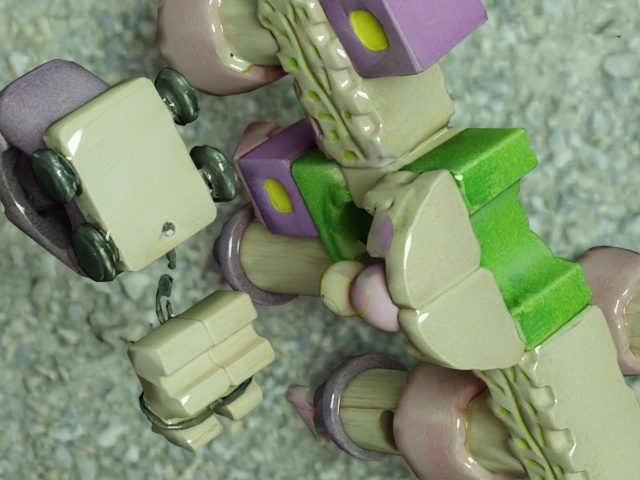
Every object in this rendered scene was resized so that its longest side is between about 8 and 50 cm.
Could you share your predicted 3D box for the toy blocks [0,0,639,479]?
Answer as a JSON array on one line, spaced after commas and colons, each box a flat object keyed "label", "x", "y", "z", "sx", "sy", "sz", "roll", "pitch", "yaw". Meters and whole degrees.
[{"label": "toy blocks", "x": 0.000, "y": 0.000, "z": 0.800, "sx": 0.260, "sy": 0.309, "sz": 0.288, "roll": 4, "pitch": 124, "yaw": 56}]
